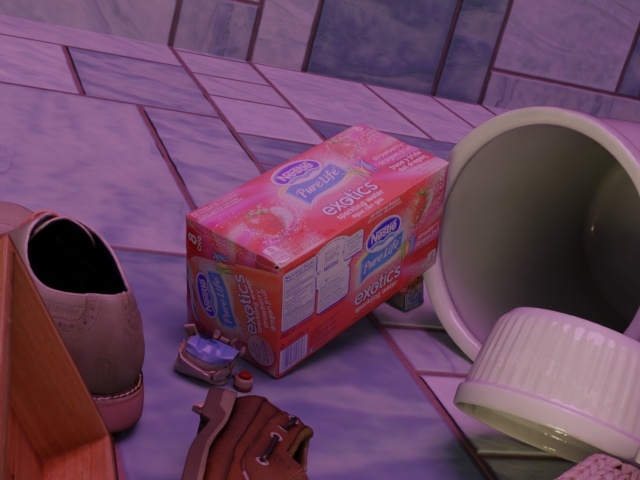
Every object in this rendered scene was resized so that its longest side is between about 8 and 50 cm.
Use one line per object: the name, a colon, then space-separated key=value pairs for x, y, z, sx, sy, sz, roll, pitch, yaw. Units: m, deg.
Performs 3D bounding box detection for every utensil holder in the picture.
utensil holder: x=0.372 y=0.006 z=1.317 sx=0.385 sy=0.328 sz=0.327 roll=-1 pitch=25 yaw=-46

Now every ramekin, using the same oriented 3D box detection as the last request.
ramekin: x=0.243 y=0.146 z=1.003 sx=0.207 sy=0.109 sz=0.207 roll=22 pitch=-11 yaw=5

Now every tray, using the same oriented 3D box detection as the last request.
tray: x=-0.181 y=0.171 z=0.618 sx=0.076 sy=0.203 sz=0.411 roll=-21 pitch=27 yaw=-5

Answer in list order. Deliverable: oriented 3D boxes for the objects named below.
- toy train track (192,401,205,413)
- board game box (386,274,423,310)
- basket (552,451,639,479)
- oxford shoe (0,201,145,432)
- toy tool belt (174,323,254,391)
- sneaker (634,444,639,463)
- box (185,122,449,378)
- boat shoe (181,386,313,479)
toy train track: x=-0.085 y=0.170 z=0.972 sx=0.083 sy=0.014 sz=0.048 roll=24 pitch=21 yaw=25
board game box: x=0.077 y=-0.009 z=1.379 sx=0.194 sy=0.194 sz=0.060 roll=40 pitch=27 yaw=20
basket: x=0.224 y=0.254 z=0.834 sx=0.103 sy=0.113 sz=0.167 roll=25 pitch=21 yaw=35
oxford shoe: x=-0.261 y=0.028 z=1.025 sx=0.140 sy=0.147 sz=0.397 roll=-2 pitch=25 yaw=-35
toy tool belt: x=-0.103 y=0.117 z=1.045 sx=0.083 sy=0.051 sz=0.052 roll=18 pitch=20 yaw=6
sneaker: x=0.362 y=0.143 z=0.885 sx=0.102 sy=0.161 sz=0.282 roll=18 pitch=-7 yaw=30
box: x=0.000 y=0.000 z=1.174 sx=0.142 sy=0.154 sz=0.300 roll=28 pitch=42 yaw=30
boat shoe: x=-0.054 y=0.198 z=0.775 sx=0.104 sy=0.111 sz=0.307 roll=13 pitch=20 yaw=-3
